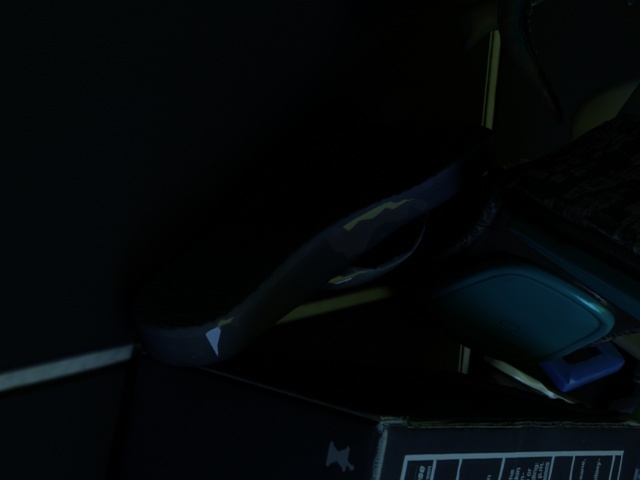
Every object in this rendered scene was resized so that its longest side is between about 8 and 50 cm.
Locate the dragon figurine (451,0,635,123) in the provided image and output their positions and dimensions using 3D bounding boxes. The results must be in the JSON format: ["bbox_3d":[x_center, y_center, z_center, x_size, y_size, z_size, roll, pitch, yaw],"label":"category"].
[{"bbox_3d":[0.139,-0.178,0.872,0.144,0.289,0.085,-17,120,-1],"label":"dragon figurine"}]

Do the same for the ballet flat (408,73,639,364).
[{"bbox_3d":[0.170,-0.019,0.800,0.164,0.483,0.182,31,83,-9],"label":"ballet flat"}]

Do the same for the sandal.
[{"bbox_3d":[-0.001,0.000,0.846,0.254,0.097,0.054,-34,125,-29],"label":"sandal"}]

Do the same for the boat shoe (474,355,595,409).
[{"bbox_3d":[0.171,0.129,1.087,0.133,0.049,0.042,27,91,-7],"label":"boat shoe"}]

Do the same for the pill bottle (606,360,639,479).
[{"bbox_3d":[0.283,0.189,1.242,0.108,0.108,0.180,27,79,-52],"label":"pill bottle"}]

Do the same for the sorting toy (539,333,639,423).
[{"bbox_3d":[0.288,0.055,1.168,0.348,0.196,0.047,-32,155,-41],"label":"sorting toy"}]

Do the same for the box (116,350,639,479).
[{"bbox_3d":[0.023,0.226,0.863,0.294,0.183,0.296,11,91,-53],"label":"box"}]
